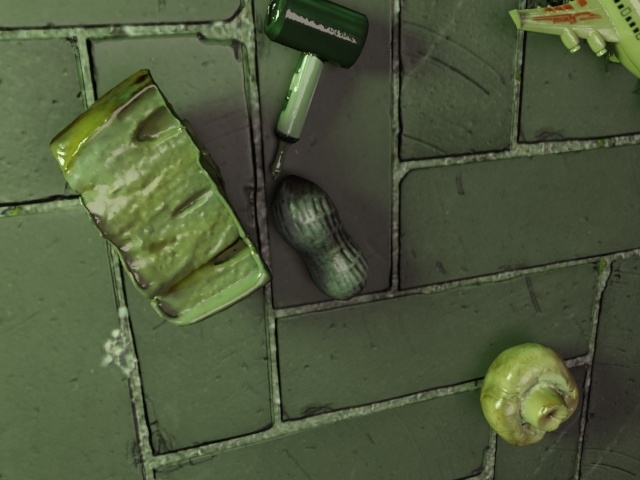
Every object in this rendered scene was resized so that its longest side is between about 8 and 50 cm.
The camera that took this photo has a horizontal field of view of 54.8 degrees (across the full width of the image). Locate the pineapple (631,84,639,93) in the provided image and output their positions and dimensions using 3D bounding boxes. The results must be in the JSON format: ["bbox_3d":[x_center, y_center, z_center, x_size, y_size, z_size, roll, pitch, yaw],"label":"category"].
[{"bbox_3d":[0.552,-0.162,0.825,0.277,0.119,0.130,27,116,-23],"label":"pineapple"}]

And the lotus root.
[{"bbox_3d":[-0.151,-0.040,0.603,0.118,0.138,0.235,-29,115,-3],"label":"lotus root"}]

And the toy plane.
[{"bbox_3d":[0.331,-0.286,0.709,0.242,0.104,0.256,-40,116,-6],"label":"toy plane"}]

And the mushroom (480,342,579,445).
[{"bbox_3d":[0.288,0.213,0.853,0.147,0.112,0.148,-8,118,-14],"label":"mushroom"}]

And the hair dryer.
[{"bbox_3d":[-0.027,-0.158,0.658,0.100,0.057,0.198,12,109,-21],"label":"hair dryer"}]

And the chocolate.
[{"bbox_3d":[0.000,0.000,0.705,0.072,0.072,0.167,-35,117,-6],"label":"chocolate"}]
